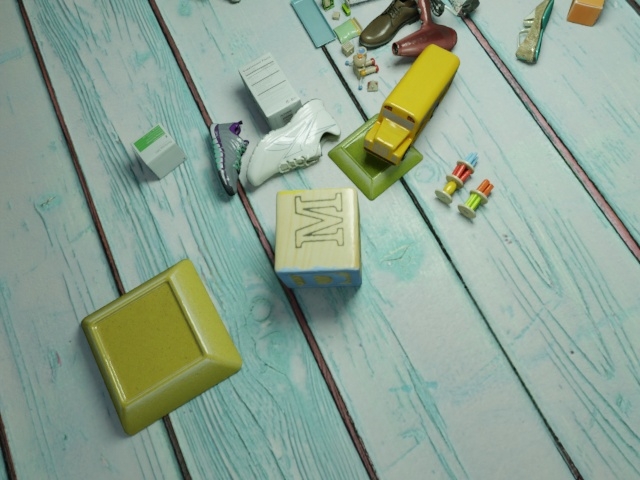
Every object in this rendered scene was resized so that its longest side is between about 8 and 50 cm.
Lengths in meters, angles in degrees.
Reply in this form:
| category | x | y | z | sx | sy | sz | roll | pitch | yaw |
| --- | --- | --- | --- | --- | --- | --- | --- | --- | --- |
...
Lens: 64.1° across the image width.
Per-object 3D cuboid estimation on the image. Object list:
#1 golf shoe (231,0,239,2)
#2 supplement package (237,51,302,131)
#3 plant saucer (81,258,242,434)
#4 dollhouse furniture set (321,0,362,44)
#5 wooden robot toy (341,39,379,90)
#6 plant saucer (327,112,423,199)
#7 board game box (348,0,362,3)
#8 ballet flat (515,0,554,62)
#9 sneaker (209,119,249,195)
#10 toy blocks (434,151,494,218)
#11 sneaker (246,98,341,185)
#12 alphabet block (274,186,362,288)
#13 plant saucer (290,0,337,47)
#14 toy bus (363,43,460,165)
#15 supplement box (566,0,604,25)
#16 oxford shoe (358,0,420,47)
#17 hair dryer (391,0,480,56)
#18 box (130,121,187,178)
| category | x | y | z | sx | sy | sz | roll | pitch | yaw |
| --- | --- | --- | --- | --- | --- | --- | --- | --- | --- |
| golf shoe | -0.225 | -0.822 | 1.554 | 0.077 | 0.094 | 0.198 | 27 | 77 | 15 |
| supplement package | -0.133 | -0.404 | 1.408 | 0.105 | 0.105 | 0.179 | -30 | 71 | -2 |
| plant saucer | -0.411 | 0.249 | 1.260 | 0.332 | 0.081 | 0.333 | -31 | 72 | -3 |
| dollhouse furniture set | 0.058 | -0.654 | 1.484 | 0.076 | 0.058 | 0.152 | -29 | 72 | -2 |
| wooden robot toy | 0.116 | -0.499 | 1.419 | 0.076 | 0.079 | 0.173 | -24 | 72 | 0 |
| plant saucer | 0.143 | -0.233 | 1.352 | 0.188 | 0.045 | 0.188 | -39 | 73 | -5 |
| board game box | 0.202 | -0.820 | 1.505 | 0.305 | 0.053 | 0.193 | -16 | 71 | -3 |
| ballet flat | 0.579 | -0.579 | 1.391 | 0.067 | 0.073 | 0.206 | 15 | 71 | 26 |
| sneaker | -0.235 | -0.231 | 1.383 | 0.098 | 0.083 | 0.224 | -15 | 71 | -2 |
| toy blocks | 0.380 | -0.145 | 1.290 | 0.123 | 0.054 | 0.148 | 36 | 80 | 16 |
| sneaker | -0.072 | -0.244 | 1.355 | 0.297 | 0.111 | 0.129 | -43 | 80 | -5 |
| alphabet block | 0.000 | 0.000 | 1.226 | 0.193 | 0.192 | 0.197 | -2 | 74 | 5 |
| plant saucer | -0.021 | -0.652 | 1.515 | 0.067 | 0.018 | 0.192 | -26 | 73 | -1 |
| toy bus | 0.234 | -0.346 | 1.303 | 0.108 | 0.130 | 0.333 | 31 | 61 | 9 |
| supplement box | 0.752 | -0.712 | 1.402 | 0.080 | 0.078 | 0.234 | 18 | 77 | 12 |
| oxford shoe | 0.199 | -0.633 | 1.441 | 0.227 | 0.096 | 0.083 | -39 | 74 | -4 |
| hair dryer | 0.285 | -0.608 | 1.400 | 0.223 | 0.080 | 0.294 | 33 | 76 | -9 |
| box | -0.441 | -0.244 | 1.401 | 0.101 | 0.102 | 0.087 | -39 | 74 | -6 |
